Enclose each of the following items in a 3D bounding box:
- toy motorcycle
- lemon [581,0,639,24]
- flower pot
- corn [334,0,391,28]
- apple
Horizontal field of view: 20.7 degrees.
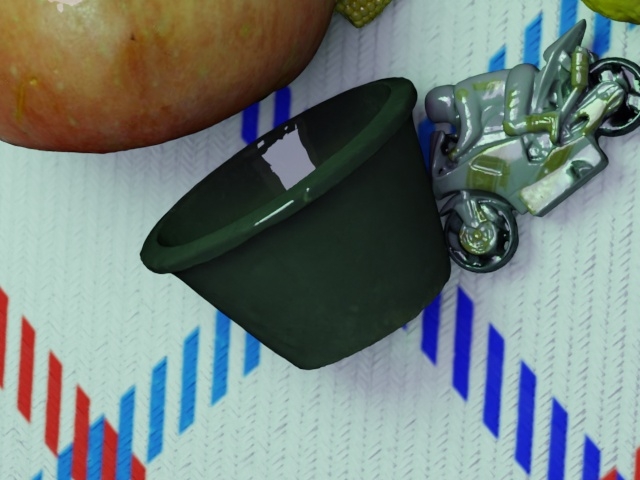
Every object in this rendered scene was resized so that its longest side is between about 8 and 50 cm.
[{"bbox_3d":[0.161,-0.091,1.476,0.152,0.073,0.225,46,103,13],"label":"toy motorcycle"},{"bbox_3d":[0.265,-0.266,1.392,0.181,0.180,0.193,18,118,15],"label":"lemon"},{"bbox_3d":[0.000,0.000,1.458,0.269,0.269,0.166,-28,106,15],"label":"flower pot"},{"bbox_3d":[0.077,-0.269,1.498,0.067,0.067,0.206,41,101,11],"label":"corn"},{"bbox_3d":[-0.164,-0.248,1.410,0.364,0.364,0.363,0,91,16],"label":"apple"}]
